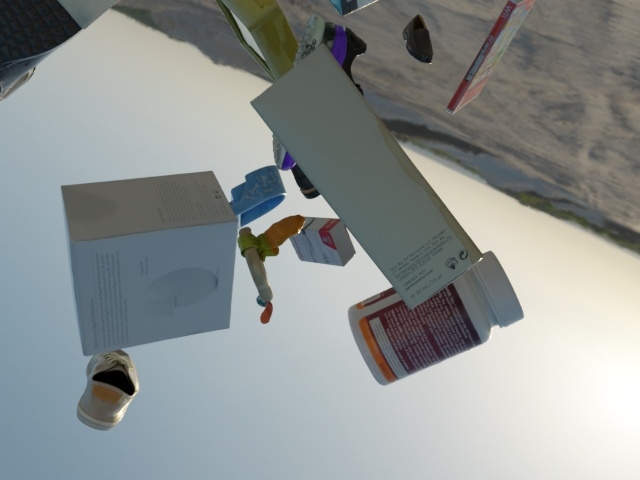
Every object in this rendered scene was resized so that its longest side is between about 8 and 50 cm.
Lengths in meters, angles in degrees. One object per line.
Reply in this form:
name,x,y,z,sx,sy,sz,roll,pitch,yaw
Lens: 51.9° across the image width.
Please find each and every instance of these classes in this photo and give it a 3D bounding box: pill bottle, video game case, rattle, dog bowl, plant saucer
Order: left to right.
dog bowl,-0.211,-0.074,1.563,0.074,0.297,0.166,58,167,8
plant saucer,-0.155,-0.517,1.604,0.332,0.081,0.333,51,178,30
rattle,-0.083,0.057,1.321,0.143,0.199,0.130,-26,-159,-18
pill bottle,0.286,0.189,1.647,0.224,0.392,0.224,62,-171,-17
video game case,0.401,-0.441,1.537,0.025,0.285,0.204,36,-143,12

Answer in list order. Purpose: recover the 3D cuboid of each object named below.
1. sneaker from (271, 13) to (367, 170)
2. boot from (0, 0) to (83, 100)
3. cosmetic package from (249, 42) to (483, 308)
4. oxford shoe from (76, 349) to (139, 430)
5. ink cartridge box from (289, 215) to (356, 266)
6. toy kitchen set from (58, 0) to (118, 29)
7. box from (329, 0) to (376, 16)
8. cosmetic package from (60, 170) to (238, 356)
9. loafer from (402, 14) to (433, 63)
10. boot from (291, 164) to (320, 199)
sneaker,0.006,-0.254,1.224,0.146,0.293,0.102,13,-156,-17
boot,-0.478,-0.299,1.015,0.118,0.338,0.223,59,178,-13
cosmetic package,0.057,-0.080,0.825,0.309,0.113,0.160,52,-173,-7
oxford shoe,-0.599,0.395,1.915,0.169,0.130,0.449,24,-174,-13
ink cartridge box,0.000,0.000,1.649,0.151,0.063,0.109,6,130,42
toy kitchen set,-0.289,-0.196,0.484,0.166,0.207,0.122,50,179,18
box,0.124,-0.471,1.083,0.060,0.244,0.100,59,171,29
cosmetic package,-0.255,0.031,0.981,0.225,0.224,0.138,-9,-138,-24
loafer,0.252,-0.512,1.673,0.062,0.061,0.170,4,-134,-21
boot,0.010,-0.200,1.391,0.077,0.198,0.137,19,152,48
